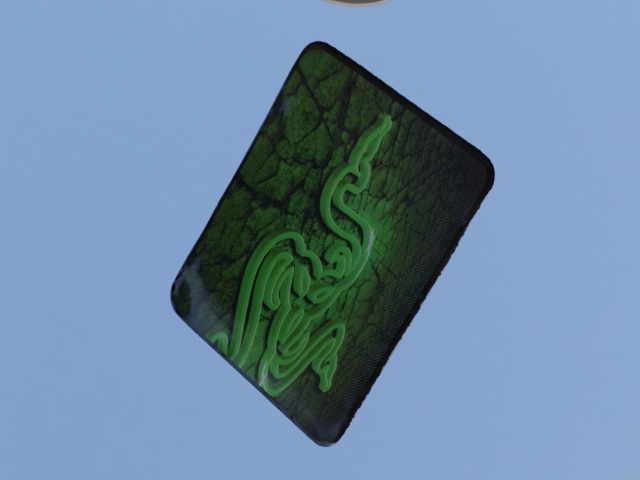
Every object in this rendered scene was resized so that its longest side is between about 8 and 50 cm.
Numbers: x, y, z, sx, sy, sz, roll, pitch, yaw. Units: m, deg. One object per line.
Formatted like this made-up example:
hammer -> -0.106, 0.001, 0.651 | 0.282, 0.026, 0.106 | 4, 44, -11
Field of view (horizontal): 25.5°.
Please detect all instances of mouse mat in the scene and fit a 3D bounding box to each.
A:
mouse mat -> 0.000, 0.000, 0.794 | 0.152, 0.190, 0.007 | 39, -162, 31

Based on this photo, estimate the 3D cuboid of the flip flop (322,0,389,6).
flip flop -> -0.037, -0.286, 1.199 | 0.277, 0.112, 0.080 | 35, -156, -22
